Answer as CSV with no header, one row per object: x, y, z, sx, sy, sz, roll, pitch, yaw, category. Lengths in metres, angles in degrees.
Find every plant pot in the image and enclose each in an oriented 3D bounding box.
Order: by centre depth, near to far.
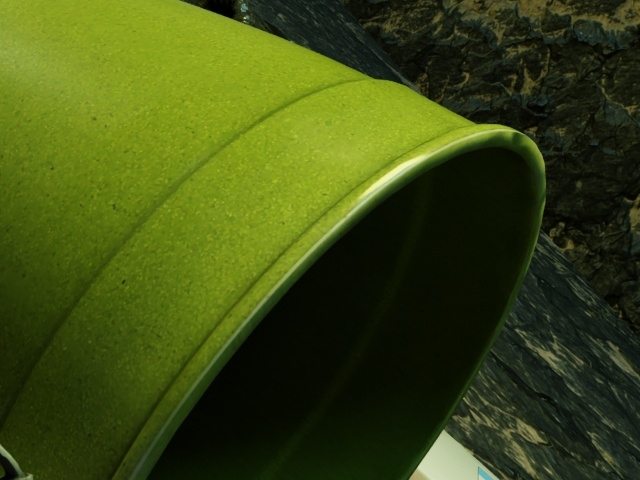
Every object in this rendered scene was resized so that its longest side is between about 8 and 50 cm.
-0.128,0.011,0.746,0.353,0.366,0.366,35,12,22,plant pot

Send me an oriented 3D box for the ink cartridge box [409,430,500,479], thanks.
0.067,0.213,1.121,0.296,0.066,0.261,41,14,-3,ink cartridge box

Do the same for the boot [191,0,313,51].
-0.026,-0.198,1.869,0.348,0.131,0.260,40,4,37,boot

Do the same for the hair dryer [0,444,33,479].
-0.108,0.211,0.411,0.293,0.223,0.080,49,-14,-23,hair dryer
